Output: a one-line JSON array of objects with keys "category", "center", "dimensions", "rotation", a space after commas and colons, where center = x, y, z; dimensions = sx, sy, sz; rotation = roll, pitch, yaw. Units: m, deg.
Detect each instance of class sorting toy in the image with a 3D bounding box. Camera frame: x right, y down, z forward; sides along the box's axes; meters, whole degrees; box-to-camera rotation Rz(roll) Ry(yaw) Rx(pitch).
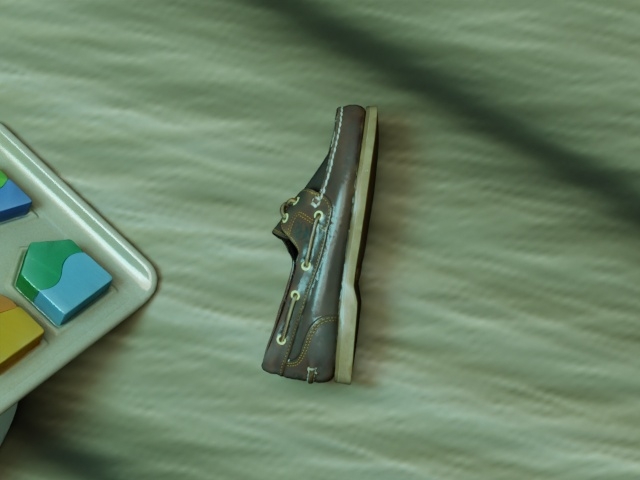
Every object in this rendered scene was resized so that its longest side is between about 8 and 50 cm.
[{"category": "sorting toy", "center": [-0.246, 0.018, 1.337], "dimensions": [0.193, 0.038, 0.208], "rotation": [43, 51, 9]}]

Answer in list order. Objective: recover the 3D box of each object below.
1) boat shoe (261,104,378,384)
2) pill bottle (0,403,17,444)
[{"category": "boat shoe", "center": [0.000, 0.000, 1.348], "dimensions": [0.073, 0.073, 0.207], "rotation": [8, 83, 4]}, {"category": "pill bottle", "center": [-0.317, 0.102, 1.348], "dimensions": [0.180, 0.108, 0.108], "rotation": [26, 86, 8]}]
